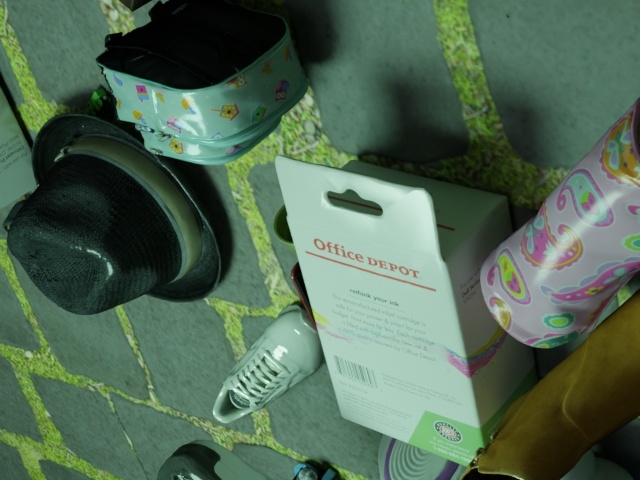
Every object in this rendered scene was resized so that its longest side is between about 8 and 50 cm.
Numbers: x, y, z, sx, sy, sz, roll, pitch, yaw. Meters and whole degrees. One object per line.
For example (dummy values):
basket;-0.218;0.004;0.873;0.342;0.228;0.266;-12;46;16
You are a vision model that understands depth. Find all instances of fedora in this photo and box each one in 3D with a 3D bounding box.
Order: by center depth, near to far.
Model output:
fedora;-0.284;-0.002;1.694;0.334;0.152;0.334;29;145;23

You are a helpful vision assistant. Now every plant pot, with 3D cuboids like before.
plant pot;0.000;0.000;1.479;0.083;0.083;0.079;17;147;37

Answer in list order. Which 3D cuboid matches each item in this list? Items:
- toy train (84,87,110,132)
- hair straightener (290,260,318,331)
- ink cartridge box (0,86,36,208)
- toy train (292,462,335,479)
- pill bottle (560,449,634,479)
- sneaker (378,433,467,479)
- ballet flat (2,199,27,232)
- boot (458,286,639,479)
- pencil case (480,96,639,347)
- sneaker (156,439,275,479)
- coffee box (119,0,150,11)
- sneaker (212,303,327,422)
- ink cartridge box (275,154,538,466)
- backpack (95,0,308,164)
toy train;-0.283;-0.163;1.676;0.024;0.017;0.083;56;146;8
hair straightener;0.037;0.122;1.568;0.089;0.047;0.230;12;131;41
ink cartridge box;-0.586;-0.217;1.822;0.285;0.166;0.395;7;128;44
toy train;-0.010;0.381;1.843;0.105;0.080;0.184;28;139;13
pill bottle;0.287;0.331;1.409;0.146;0.146;0.264;-5;119;49
sneaker;0.153;0.305;1.494;0.114;0.305;0.152;-25;149;17
ballet flat;-0.375;0.028;1.909;0.203;0.074;0.074;45;145;6
boot;0.252;0.155;1.225;0.104;0.211;0.295;46;145;2
pencil case;0.248;-0.012;1.153;0.124;0.124;0.284;45;143;6
sneaker;0.008;0.342;1.605;0.169;0.257;0.447;-18;119;45
coffee box;-0.237;-0.371;1.358;0.246;0.098;0.141;39;144;14
sneaker;-0.062;0.162;1.674;0.090;0.095;0.235;46;144;7
ink cartridge box;0.095;0.048;1.374;0.207;0.119;0.353;17;135;37
backpack;-0.109;-0.162;1.358;0.188;0.166;0.144;13;133;44
